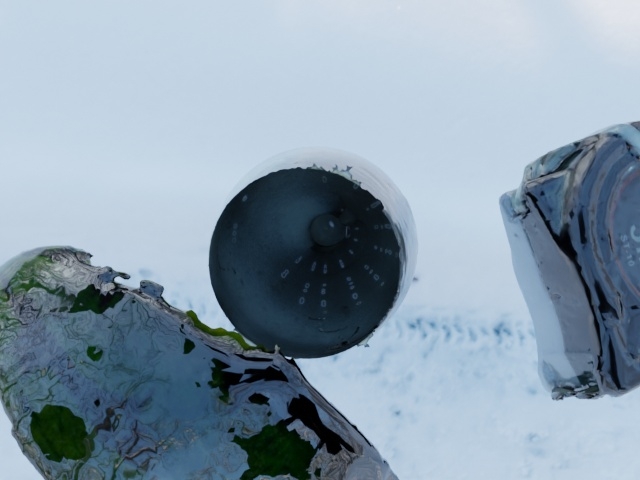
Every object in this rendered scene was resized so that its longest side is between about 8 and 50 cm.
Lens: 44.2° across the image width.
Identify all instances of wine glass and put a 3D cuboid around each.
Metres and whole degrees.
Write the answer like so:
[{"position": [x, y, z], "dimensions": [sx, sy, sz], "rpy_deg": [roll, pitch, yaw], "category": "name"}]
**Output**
[{"position": [0.000, 0.000, 0.517], "dimensions": [0.126, 0.241, 0.126], "rpy_deg": [1, 98, 5], "category": "wine glass"}]

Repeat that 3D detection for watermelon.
[{"position": [-0.051, 0.113, 0.410], "dimensions": [0.301, 0.129, 0.123], "rpy_deg": [43, 81, -18], "category": "watermelon"}]

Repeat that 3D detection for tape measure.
[{"position": [0.226, 0.007, 0.576], "dimensions": [0.181, 0.107, 0.182], "rpy_deg": [-11, 84, -23], "category": "tape measure"}]
